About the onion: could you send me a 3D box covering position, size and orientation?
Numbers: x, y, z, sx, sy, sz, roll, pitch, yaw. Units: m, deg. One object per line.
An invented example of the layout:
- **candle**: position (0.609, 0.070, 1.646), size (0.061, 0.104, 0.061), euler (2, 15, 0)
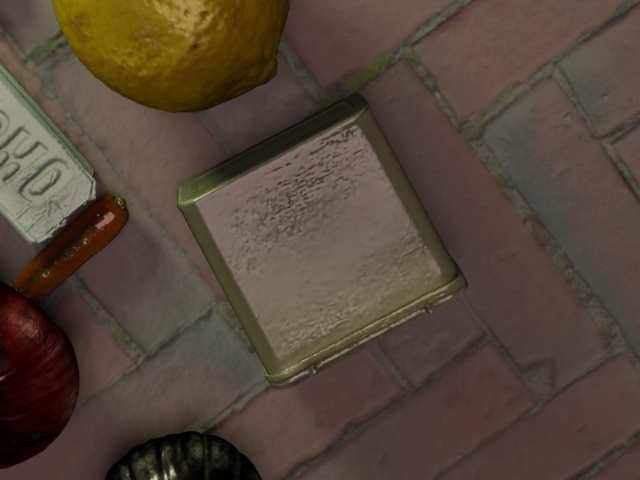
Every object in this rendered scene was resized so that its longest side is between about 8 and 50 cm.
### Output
- **onion**: position (-0.549, 0.227, 1.857), size (0.347, 0.285, 0.348), euler (2, 122, 2)

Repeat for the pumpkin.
- **pumpkin**: position (-0.224, 0.464, 1.984), size (0.295, 0.296, 0.296), euler (-2, 108, -7)

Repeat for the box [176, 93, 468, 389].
- **box**: position (0.000, 0.000, 1.921), size (0.351, 0.177, 0.344), euler (-27, 108, 2)

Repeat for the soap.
- **soap**: position (-0.467, -0.133, 1.856), size (0.150, 0.094, 0.261), euler (-38, 108, 5)

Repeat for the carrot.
- **carrot**: position (-0.389, 0.009, 1.927), size (0.225, 0.067, 0.067), euler (-41, 108, 7)

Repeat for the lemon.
- **lemon**: position (-0.213, -0.340, 1.720), size (0.336, 0.336, 0.336), euler (-2, 108, -7)
